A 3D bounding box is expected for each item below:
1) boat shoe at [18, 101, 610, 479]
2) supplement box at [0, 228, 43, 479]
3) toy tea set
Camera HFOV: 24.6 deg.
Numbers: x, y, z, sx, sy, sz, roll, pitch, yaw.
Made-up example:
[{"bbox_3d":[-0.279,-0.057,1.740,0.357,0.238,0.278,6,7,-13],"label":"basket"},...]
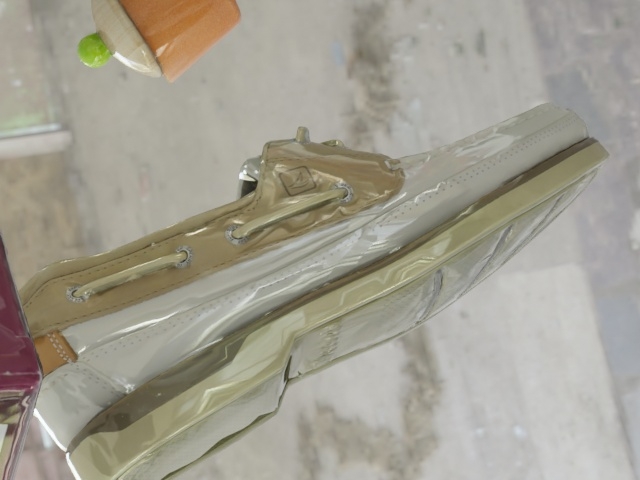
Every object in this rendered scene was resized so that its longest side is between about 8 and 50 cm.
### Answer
[{"bbox_3d":[0.000,0.000,0.673,0.103,0.302,0.113,54,154,16],"label":"boat shoe"},{"bbox_3d":[-0.140,0.063,0.403,0.104,0.081,0.188,-114,35,-41],"label":"supplement box"},{"bbox_3d":[-0.181,-0.222,0.888,0.336,0.124,0.200,54,176,38],"label":"toy tea set"}]
